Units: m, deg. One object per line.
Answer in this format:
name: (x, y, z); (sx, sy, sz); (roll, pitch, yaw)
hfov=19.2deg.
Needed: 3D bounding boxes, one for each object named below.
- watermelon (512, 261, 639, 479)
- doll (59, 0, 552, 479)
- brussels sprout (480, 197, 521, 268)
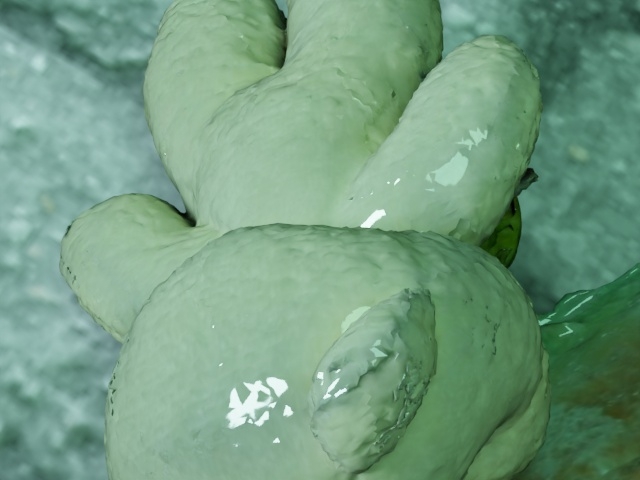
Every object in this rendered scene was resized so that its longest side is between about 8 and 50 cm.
watermelon: (0.171, 0.127, 0.642); (0.264, 0.302, 0.151); (-42, 116, -29)
doll: (0.004, -0.001, 0.678); (0.149, 0.175, 0.278); (19, 46, -23)
brussels sprout: (0.046, -0.018, 0.755); (0.083, 0.046, 0.051); (44, 55, 9)
